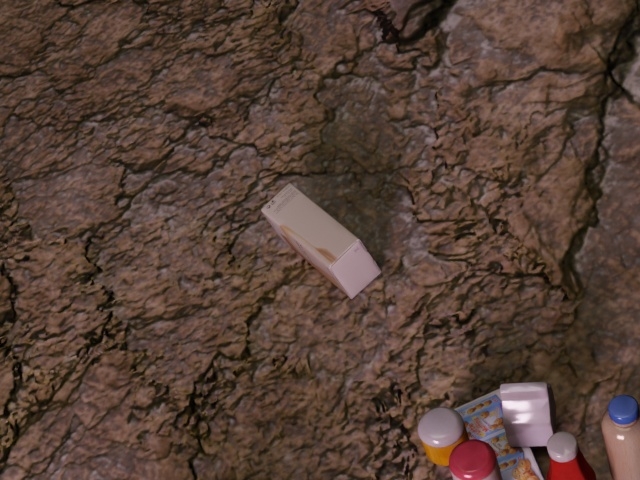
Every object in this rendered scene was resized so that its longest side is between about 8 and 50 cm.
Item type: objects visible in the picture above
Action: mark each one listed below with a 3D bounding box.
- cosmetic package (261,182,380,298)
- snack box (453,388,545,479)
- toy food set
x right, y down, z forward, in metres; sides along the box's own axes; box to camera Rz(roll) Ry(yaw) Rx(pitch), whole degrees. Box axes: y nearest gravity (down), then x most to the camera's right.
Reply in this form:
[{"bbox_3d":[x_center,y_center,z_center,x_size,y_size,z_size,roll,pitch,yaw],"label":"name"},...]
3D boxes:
[{"bbox_3d":[0.000,0.000,1.824,0.041,0.060,0.115,-43,47,-8],"label":"cosmetic package"},{"bbox_3d":[0.156,0.206,1.615,0.064,0.022,0.178,-25,48,6],"label":"snack box"},{"bbox_3d":[0.188,0.152,1.561,0.232,0.104,0.111,-3,51,13],"label":"toy food set"}]
